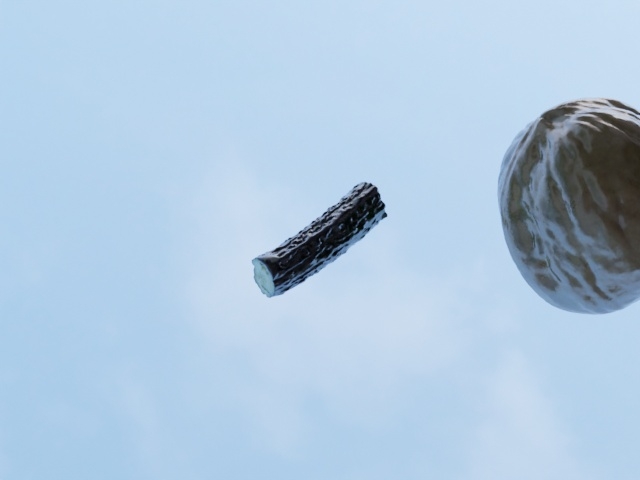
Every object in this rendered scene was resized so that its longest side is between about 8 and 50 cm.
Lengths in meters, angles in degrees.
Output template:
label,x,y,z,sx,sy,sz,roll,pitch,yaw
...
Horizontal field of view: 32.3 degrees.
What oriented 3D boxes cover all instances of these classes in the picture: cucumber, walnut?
label,x,y,z,sx,sy,sz,roll,pitch,yaw
cucumber,0.000,0.000,1.258,0.058,0.058,0.187,43,-123,15
walnut,0.285,-0.039,1.152,0.228,0.228,0.227,0,-112,0
